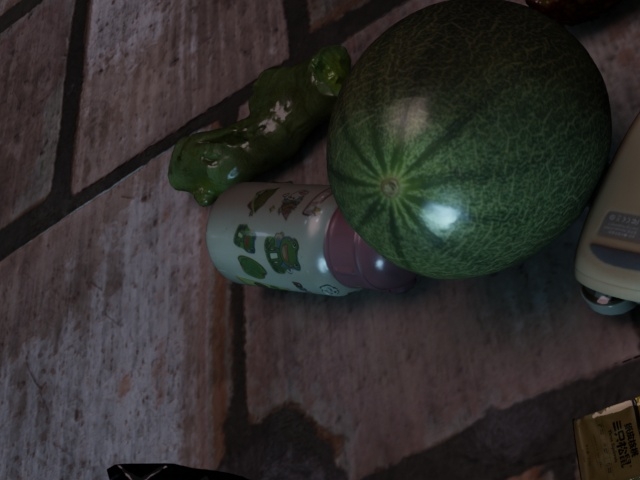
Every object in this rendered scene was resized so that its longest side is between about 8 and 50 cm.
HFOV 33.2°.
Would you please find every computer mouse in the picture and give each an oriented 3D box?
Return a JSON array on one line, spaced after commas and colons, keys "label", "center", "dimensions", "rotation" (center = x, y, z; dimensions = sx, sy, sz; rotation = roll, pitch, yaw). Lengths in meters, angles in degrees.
[{"label": "computer mouse", "center": [0.306, -0.037, 0.895], "dimensions": [0.145, 0.082, 0.236], "rotation": [13, 71, 47]}]

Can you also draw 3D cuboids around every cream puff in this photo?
[{"label": "cream puff", "center": [0.278, -0.285, 1.113], "dimensions": [0.149, 0.084, 0.149], "rotation": [-21, 52, 29]}]

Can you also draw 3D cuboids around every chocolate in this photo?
[{"label": "chocolate", "center": [-0.142, 0.278, 1.045], "dimensions": [0.125, 0.149, 0.080], "rotation": [116, 161, -53]}]

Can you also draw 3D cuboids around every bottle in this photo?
[{"label": "bottle", "center": [0.000, 0.000, 1.129], "dimensions": [0.253, 0.120, 0.120], "rotation": [7, 65, 44]}]

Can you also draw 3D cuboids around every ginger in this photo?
[{"label": "ginger", "center": [-0.076, -0.143, 1.341], "dimensions": [0.290, 0.089, 0.137], "rotation": [-41, 58, 18]}]

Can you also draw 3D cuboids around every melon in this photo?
[{"label": "melon", "center": [0.129, -0.091, 0.947], "dimensions": [0.237, 0.237, 0.302], "rotation": [-17, 13, 34]}]

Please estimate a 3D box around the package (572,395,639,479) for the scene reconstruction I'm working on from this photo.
[{"label": "package", "center": [0.260, 0.153, 0.818], "dimensions": [0.131, 0.047, 0.071], "rotation": [-28, 39, 26]}]
